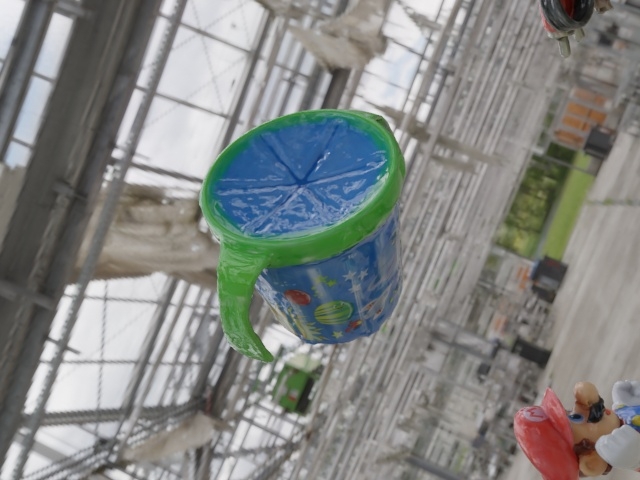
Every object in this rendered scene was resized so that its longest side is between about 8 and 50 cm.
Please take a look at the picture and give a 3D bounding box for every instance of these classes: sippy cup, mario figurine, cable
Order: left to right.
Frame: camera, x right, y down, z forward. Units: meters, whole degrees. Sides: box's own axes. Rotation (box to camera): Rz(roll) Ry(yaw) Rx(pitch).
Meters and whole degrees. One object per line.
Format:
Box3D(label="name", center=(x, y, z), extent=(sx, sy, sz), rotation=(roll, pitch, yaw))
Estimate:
Box3D(label="sippy cup", center=(0.000, 0.000, 1.096), extent=(0.306, 0.240, 0.224), rotation=(-26, -47, -8))
Box3D(label="cable", center=(0.209, -0.314, 0.892), extent=(0.287, 0.072, 0.139), rotation=(57, -130, -21))
Box3D(label="mario figurine", center=(0.417, 0.241, 1.223), extent=(0.198, 0.321, 0.170), rotation=(107, 163, -61))
